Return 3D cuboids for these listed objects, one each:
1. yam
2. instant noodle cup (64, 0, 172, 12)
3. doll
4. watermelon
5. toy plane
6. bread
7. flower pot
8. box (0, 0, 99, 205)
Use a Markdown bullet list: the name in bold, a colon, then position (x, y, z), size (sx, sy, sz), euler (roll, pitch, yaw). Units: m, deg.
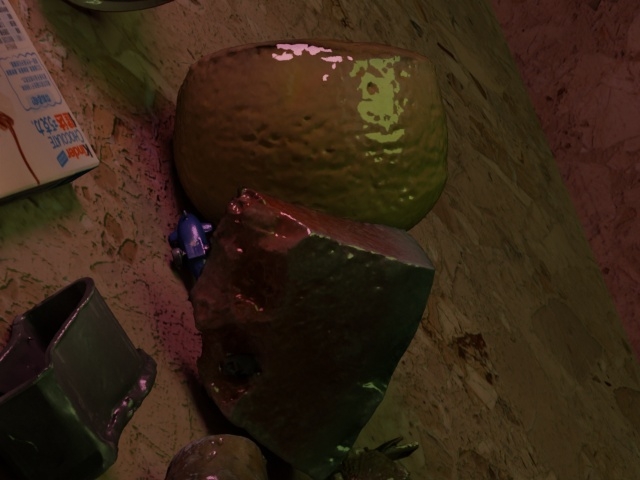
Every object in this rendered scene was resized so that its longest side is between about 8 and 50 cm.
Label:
- **yam**: position (-0.100, 0.264, 1.826), size (0.107, 0.107, 0.194), euler (51, 21, -25)
- **instant noodle cup**: position (-0.227, -0.392, 2.268), size (0.250, 0.250, 0.192), euler (28, 45, -57)
- **doll**: position (0.042, 0.281, 2.137), size (0.105, 0.115, 0.221), euler (17, 35, 0)
- **watermelon**: position (-0.003, 0.105, 2.099), size (0.151, 0.264, 0.302), euler (35, 11, 39)
- **toy plane**: position (-0.128, 0.039, 2.169), size (0.062, 0.054, 0.167), euler (77, -5, -58)
- **bread**: position (-0.010, -0.114, 2.286), size (0.320, 0.321, 0.237), euler (-15, 111, -70)
- **flower pot**: position (-0.221, 0.128, 1.719), size (0.108, 0.103, 0.229), euler (55, 20, -17)
- **box**: position (-0.342, -0.160, 1.917), size (0.265, 0.048, 0.273), euler (60, 18, 1)
